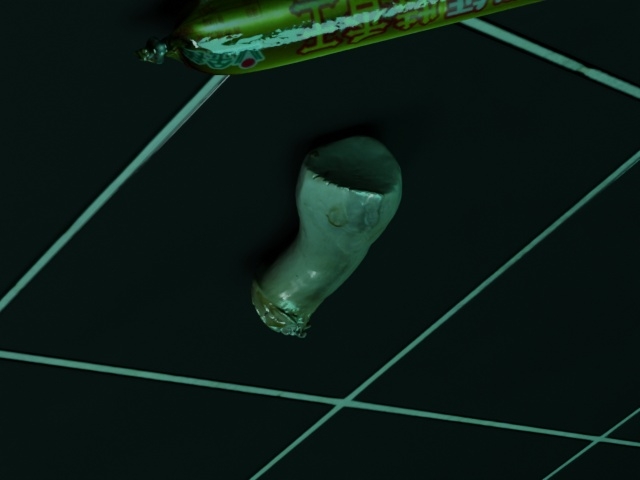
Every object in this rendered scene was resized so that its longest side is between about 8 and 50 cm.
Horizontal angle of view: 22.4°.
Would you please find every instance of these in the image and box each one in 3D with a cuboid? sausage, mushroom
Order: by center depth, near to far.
[{"bbox_3d":[0.045,-0.182,1.168,0.371,0.082,0.082,-16,148,-11],"label":"sausage"},{"bbox_3d":[0.003,-0.001,1.412,0.092,0.081,0.223,-24,157,-36],"label":"mushroom"}]
